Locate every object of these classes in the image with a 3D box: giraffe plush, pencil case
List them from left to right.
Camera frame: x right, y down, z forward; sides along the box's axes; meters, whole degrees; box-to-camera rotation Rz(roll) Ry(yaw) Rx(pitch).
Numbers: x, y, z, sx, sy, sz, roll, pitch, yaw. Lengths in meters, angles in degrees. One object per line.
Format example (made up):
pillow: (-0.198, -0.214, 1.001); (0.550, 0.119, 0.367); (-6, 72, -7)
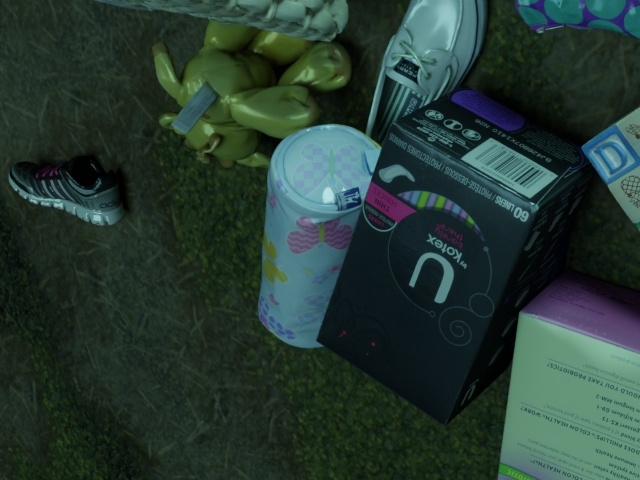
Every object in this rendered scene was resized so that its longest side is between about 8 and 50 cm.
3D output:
giraffe plush: (-0.086, -0.148, 1.414); (0.181, 0.210, 0.170); (50, 159, 10)
pencil case: (0.000, 0.000, 1.389); (0.113, 0.124, 0.273); (59, 156, 31)
pencil case: (0.255, -0.212, 1.182); (0.151, 0.064, 0.070); (15, 103, 31)

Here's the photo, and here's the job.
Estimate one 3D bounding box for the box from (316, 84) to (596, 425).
box: (0.128, 0.014, 1.281); (0.165, 0.143, 0.270); (32, 127, 21)

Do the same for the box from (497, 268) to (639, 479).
box: (0.301, 0.184, 1.299); (0.213, 0.117, 0.243); (19, 120, 29)

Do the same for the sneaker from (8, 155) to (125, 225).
sneaker: (-0.320, -0.079, 1.672); (0.170, 0.063, 0.075); (20, 122, 22)

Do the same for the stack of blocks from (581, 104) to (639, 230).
stack of blocks: (0.393, -0.096, 1.119); (0.297, 0.087, 0.171); (-36, 88, 41)

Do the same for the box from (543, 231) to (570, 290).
box: (0.185, 0.000, 1.353); (0.136, 0.036, 0.225); (21, 123, 27)

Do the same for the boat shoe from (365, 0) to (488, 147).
boat shoe: (0.102, -0.169, 1.307); (0.083, 0.076, 0.226); (29, 125, 23)

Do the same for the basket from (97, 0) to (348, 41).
basket: (-0.125, -0.366, 1.165); (0.266, 0.331, 0.328); (17, 97, 27)
